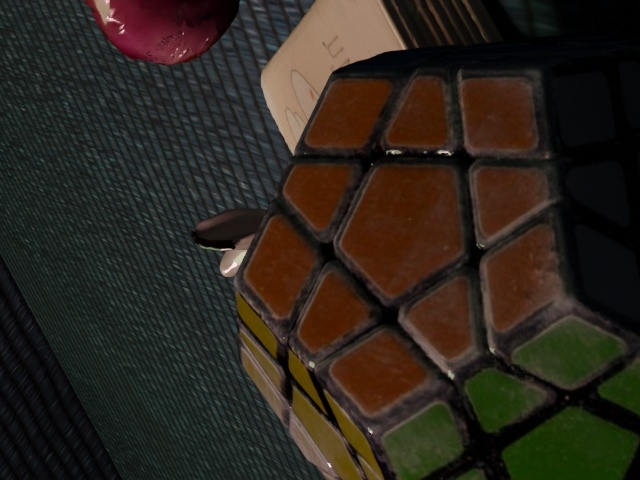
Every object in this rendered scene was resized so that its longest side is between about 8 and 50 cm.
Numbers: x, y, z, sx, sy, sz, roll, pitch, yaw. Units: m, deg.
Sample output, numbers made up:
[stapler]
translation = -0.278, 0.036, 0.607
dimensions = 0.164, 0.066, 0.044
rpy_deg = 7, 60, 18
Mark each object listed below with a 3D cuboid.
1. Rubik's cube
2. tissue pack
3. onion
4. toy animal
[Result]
[Rubik's cube]
translation = 0.107, 0.030, 1.050
dimensions = 0.319, 0.319, 0.264
rpy_deg = -163, 67, -66
[tissue pack]
translation = 0.048, -0.089, 1.335
dimensions = 0.170, 0.071, 0.325
rpy_deg = 63, 164, 3
[onion]
translation = -0.101, -0.211, 1.486
dimensions = 0.140, 0.150, 0.150
rpy_deg = -16, 114, 35
[toy animal]
translation = 0.000, 0.000, 1.607
dimensions = 0.182, 0.127, 0.131
rpy_deg = 35, 165, 23
